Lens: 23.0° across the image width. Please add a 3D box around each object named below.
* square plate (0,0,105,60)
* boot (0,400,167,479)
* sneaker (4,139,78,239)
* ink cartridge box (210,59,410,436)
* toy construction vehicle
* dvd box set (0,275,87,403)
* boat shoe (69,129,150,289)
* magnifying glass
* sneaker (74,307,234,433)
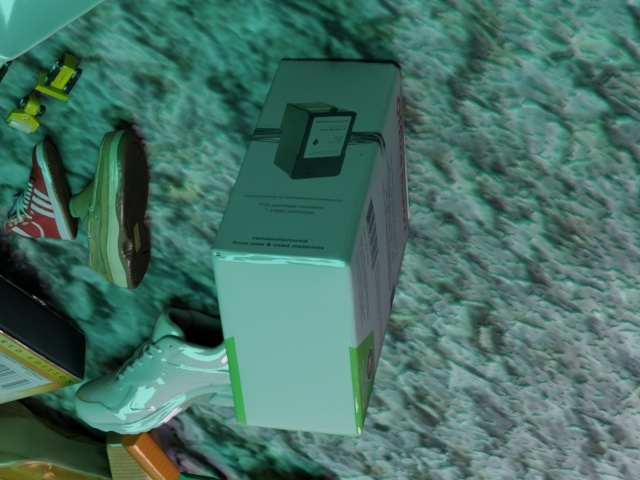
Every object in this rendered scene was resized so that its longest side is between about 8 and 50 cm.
[{"bbox_3d":[-0.246,-0.346,1.252,0.344,0.049,0.347,-26,121,28],"label":"square plate"},{"bbox_3d":[-0.303,0.282,1.762,0.295,0.104,0.211,0,130,5],"label":"boot"},{"bbox_3d":[-0.279,-0.046,1.518,0.067,0.042,0.118,-2,132,8],"label":"sneaker"},{"bbox_3d":[0.000,0.000,1.353,0.115,0.273,0.198,4,130,11],"label":"ink cartridge box"},{"bbox_3d":[-0.274,-0.148,1.441,0.086,0.035,0.098,21,134,-22],"label":"toy construction vehicle"},{"bbox_3d":[-0.498,0.111,1.612,0.420,0.062,0.307,-16,148,23],"label":"dvd box set"},{"bbox_3d":[-0.208,-0.030,1.506,0.072,0.068,0.190,16,132,12],"label":"boat shoe"},{"bbox_3d":[-0.156,0.272,1.720,0.026,0.092,0.231,24,156,37],"label":"magnifying glass"},{"bbox_3d":[-0.157,0.121,1.620,0.232,0.090,0.115,-18,119,13],"label":"sneaker"}]
